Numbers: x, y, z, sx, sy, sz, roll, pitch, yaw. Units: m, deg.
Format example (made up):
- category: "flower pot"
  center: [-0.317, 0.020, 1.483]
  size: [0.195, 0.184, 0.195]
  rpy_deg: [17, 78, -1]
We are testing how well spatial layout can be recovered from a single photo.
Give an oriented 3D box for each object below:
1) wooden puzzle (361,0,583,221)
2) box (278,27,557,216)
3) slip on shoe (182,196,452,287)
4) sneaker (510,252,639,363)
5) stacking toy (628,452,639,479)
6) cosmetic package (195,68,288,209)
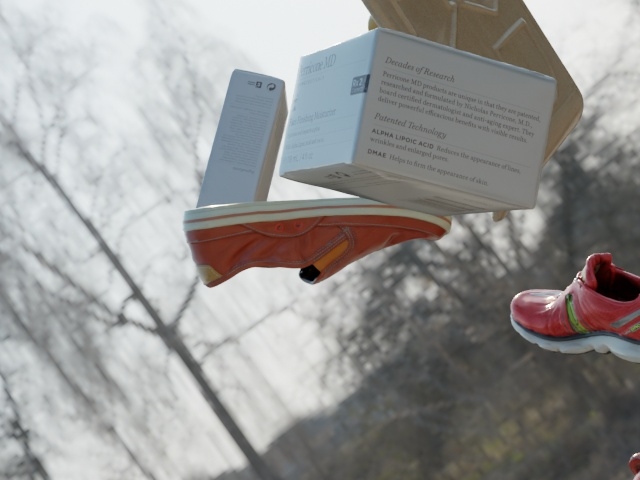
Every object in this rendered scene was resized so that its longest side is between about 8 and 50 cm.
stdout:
- category: "wooden puzzle"
  center: [0.177, -0.228, 1.813]
  size: [0.080, 0.348, 0.322]
  rpy_deg: [-21, 15, 36]
- category: "box"
  center: [0.083, -0.098, 1.314]
  size: [0.182, 0.119, 0.181]
  rpy_deg: [13, -7, -21]
- category: "slip on shoe"
  center: [0.000, 0.000, 1.740]
  size: [0.331, 0.101, 0.123]
  rpy_deg: [-5, 0, -23]
- category: "sneaker"
  center: [0.340, 0.070, 1.820]
  size: [0.107, 0.118, 0.279]
  rpy_deg: [-30, 19, -33]
- category: "stacking toy"
  center: [0.323, 0.251, 1.043]
  size: [0.309, 0.130, 0.279]
  rpy_deg: [-12, 24, 44]
- category: "cosmetic package"
  center: [-0.110, -0.110, 2.092]
  size: [0.117, 0.085, 0.231]
  rpy_deg: [84, -160, -70]
